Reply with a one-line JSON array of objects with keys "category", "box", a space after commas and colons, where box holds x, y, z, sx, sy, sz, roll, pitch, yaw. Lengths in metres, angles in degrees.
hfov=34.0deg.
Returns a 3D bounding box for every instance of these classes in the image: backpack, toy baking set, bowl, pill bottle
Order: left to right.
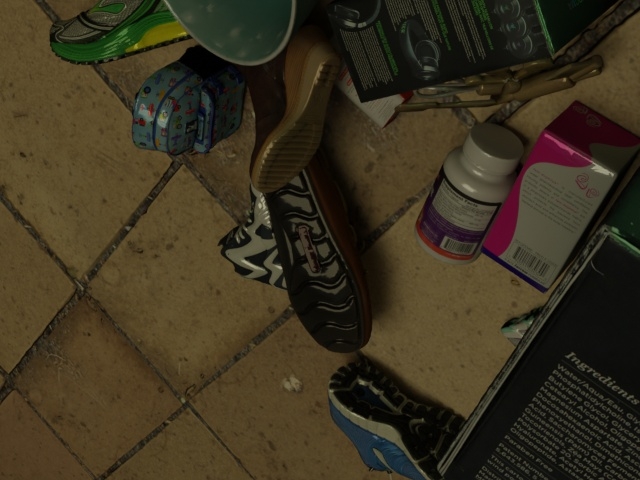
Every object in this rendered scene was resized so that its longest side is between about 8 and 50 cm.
[{"category": "backpack", "box": [-0.217, -0.208, 1.665, 0.117, 0.173, 0.158, 30, 131, 18]}, {"category": "bowl", "box": [-0.095, -0.413, 1.425, 0.311, 0.163, 0.311, 31, 142, 28]}, {"category": "pill bottle", "box": [0.212, -0.067, 1.476, 0.108, 0.108, 0.193, 35, 133, 14]}, {"category": "toy baking set", "box": [0.227, -0.204, 1.332, 0.256, 0.196, 0.030, -13, 81, 45]}]

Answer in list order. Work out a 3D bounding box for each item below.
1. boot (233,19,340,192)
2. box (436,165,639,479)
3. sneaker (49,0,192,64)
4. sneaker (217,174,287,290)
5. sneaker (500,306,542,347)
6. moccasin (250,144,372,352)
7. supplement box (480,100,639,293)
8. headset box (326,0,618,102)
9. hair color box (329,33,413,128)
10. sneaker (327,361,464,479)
[{"category": "boot", "box": [-0.074, -0.218, 1.549, 0.207, 0.090, 0.248, 45, 117, 41]}, {"category": "box", "box": [0.412, 0.062, 1.095, 0.297, 0.480, 0.472, 33, 144, 14]}, {"category": "sneaker", "box": [-0.301, -0.372, 1.674, 0.343, 0.134, 0.146, -9, 105, 31]}, {"category": "sneaker", "box": [-0.119, -0.022, 1.765, 0.153, 0.094, 0.235, 1, 128, 27]}, {"category": "sneaker", "box": [0.325, 0.142, 1.577, 0.069, 0.038, 0.098, 53, 144, -5]}, {"category": "moccasin", "box": [-0.003, 0.001, 1.676, 0.139, 0.147, 0.380, -18, 102, 28]}, {"category": "supplement box", "box": [0.320, -0.057, 1.398, 0.111, 0.114, 0.220, 35, 134, 15]}, {"category": "headset box", "box": [0.197, -0.288, 1.246, 0.283, 0.246, 0.131, -7, 112, 41]}, {"category": "hair color box", "box": [0.065, -0.238, 1.523, 0.141, 0.043, 0.072, 44, 135, 5]}, {"category": "sneaker", "box": [0.150, 0.346, 1.800, 0.330, 0.130, 0.147, 36, 148, 17]}]
